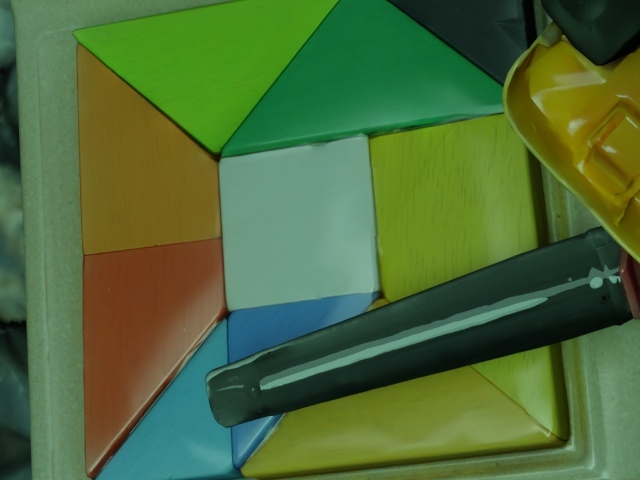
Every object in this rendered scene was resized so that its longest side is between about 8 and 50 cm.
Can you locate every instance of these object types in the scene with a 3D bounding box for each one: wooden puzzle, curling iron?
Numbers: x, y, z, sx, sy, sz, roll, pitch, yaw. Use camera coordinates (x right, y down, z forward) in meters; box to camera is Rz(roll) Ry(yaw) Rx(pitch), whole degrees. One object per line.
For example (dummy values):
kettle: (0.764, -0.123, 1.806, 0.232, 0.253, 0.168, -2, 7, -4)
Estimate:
wooden puzzle: (0.000, 0.000, 0.634, 0.221, 0.044, 0.238, -8, 82, 18)
curling iron: (0.101, 0.019, 0.567, 0.274, 0.035, 0.068, -10, 78, 2)

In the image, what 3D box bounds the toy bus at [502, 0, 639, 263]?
toy bus: (0.171, -0.098, 0.518, 0.149, 0.211, 0.220, 39, 118, -4)
